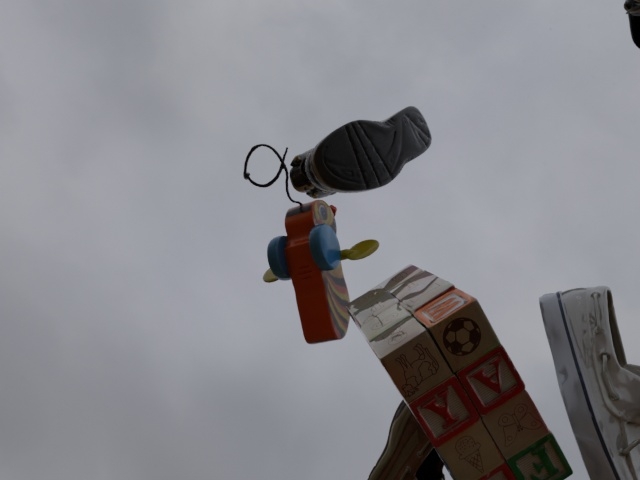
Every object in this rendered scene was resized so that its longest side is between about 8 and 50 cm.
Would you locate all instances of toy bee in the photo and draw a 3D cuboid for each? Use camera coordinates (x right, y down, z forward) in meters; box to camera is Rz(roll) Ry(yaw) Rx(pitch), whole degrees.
[{"bbox_3d":[0.000,0.000,0.812,0.195,0.162,0.298,8,-76,22],"label":"toy bee"}]

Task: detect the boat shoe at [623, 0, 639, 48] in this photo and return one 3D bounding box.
[{"bbox_3d":[0.422,-0.302,0.646,0.065,0.206,0.075,-51,-120,19],"label":"boat shoe"}]

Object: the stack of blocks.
[{"bbox_3d":[0.108,0.119,0.539,0.087,0.297,0.171,-32,-82,-2],"label":"stack of blocks"}]

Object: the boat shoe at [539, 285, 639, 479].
[{"bbox_3d":[0.426,0.215,0.709,0.156,0.367,0.136,-22,-50,26],"label":"boat shoe"}]

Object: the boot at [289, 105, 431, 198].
[{"bbox_3d":[0.039,-0.164,1.109,0.284,0.377,0.138,-17,-76,45],"label":"boot"}]

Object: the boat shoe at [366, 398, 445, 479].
[{"bbox_3d":[0.170,0.451,0.966,0.116,0.123,0.324,24,-77,47],"label":"boat shoe"}]
